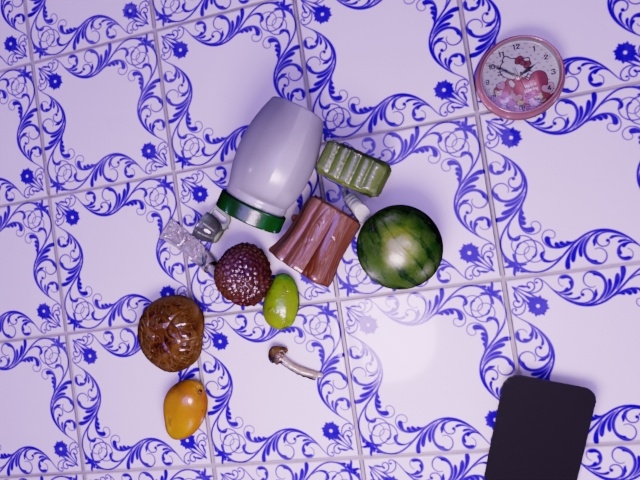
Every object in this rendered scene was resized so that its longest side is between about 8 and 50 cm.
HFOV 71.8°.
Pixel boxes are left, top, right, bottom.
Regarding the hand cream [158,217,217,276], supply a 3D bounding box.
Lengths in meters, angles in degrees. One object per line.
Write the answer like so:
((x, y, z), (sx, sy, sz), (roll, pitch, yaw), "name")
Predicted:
((-0.428, 0.032, 1.475), (0.257, 0.050, 0.084), (37, 95, 15), "hand cream")

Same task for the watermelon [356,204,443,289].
((0.223, 0.020, 1.252), (0.242, 0.242, 0.242), (0, 90, 11), "watermelon")

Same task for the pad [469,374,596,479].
((0.590, 0.557, 1.286), (0.315, 0.063, 0.375), (9, 102, 10), "pad")

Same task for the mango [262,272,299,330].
((-0.124, 0.191, 1.389), (0.119, 0.100, 0.178), (3, 83, 14), "mango")

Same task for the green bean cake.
((0.097, -0.205, 1.289), (0.200, 0.214, 0.113), (25, 98, 10), "green bean cake")

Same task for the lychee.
((-0.233, 0.112, 1.363), (0.188, 0.188, 0.188), (0, 90, 11), "lychee")

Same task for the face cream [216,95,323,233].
((-0.141, -0.222, 1.295), (0.219, 0.312, 0.357), (24, 98, -22), "face cream")

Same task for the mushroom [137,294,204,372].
((-0.484, 0.300, 1.437), (0.253, 0.153, 0.253), (-1, 88, 21), "mushroom")

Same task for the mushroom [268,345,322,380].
((-0.081, 0.393, 1.408), (0.187, 0.061, 0.060), (29, 109, -2), "mushroom")

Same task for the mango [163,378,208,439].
((-0.447, 0.560, 1.449), (0.145, 0.112, 0.219), (22, 106, 10), "mango")

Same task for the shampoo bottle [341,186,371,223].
((0.100, -0.112, 1.336), (0.045, 0.152, 0.077), (-39, 126, 2), "shampoo bottle")

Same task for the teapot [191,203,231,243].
((-0.351, -0.046, 1.441), (0.091, 0.092, 0.124), (34, 103, -7), "teapot")

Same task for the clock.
((0.574, -0.469, 1.276), (0.244, 0.056, 0.244), (0, 90, 14), "clock")

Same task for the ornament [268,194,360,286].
((0.000, 0.000, 1.323), (0.217, 0.221, 0.235), (-59, 36, 2), "ornament")
